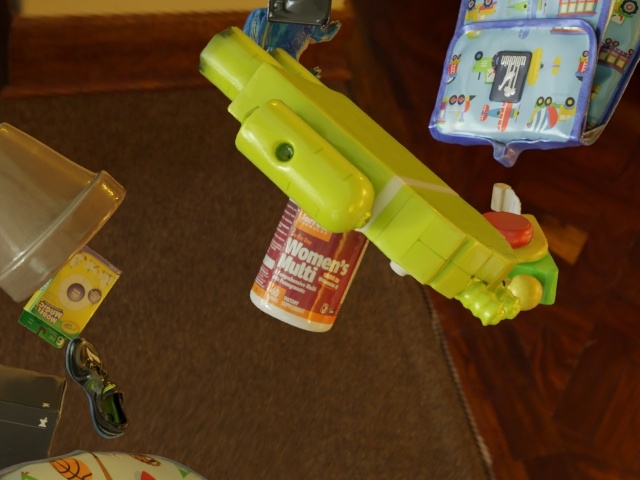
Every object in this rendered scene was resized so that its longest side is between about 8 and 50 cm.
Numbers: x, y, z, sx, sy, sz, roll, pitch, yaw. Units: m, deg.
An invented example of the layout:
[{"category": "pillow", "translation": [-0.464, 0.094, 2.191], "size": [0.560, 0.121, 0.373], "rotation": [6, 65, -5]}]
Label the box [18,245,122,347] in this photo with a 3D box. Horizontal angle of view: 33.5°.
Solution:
[{"category": "box", "translation": [-0.453, 0.099, 1.920], "size": [0.105, 0.043, 0.179], "rotation": [40, 76, -29]}]

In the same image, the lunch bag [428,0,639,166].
[{"category": "lunch bag", "translation": [0.263, -0.221, 1.275], "size": [0.138, 0.221, 0.293], "rotation": [32, 74, -43]}]

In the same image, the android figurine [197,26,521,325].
[{"category": "android figurine", "translation": [0.035, -0.042, 0.749], "size": [0.273, 0.056, 0.248], "rotation": [44, 13, 13]}]

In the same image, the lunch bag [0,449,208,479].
[{"category": "lunch bag", "translation": [-0.140, 0.278, 0.855], "size": [0.243, 0.303, 0.115], "rotation": [33, 98, 20]}]

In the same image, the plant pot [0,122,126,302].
[{"category": "plant pot", "translation": [-0.496, -0.065, 1.770], "size": [0.229, 0.263, 0.263], "rotation": [44, 52, -14]}]

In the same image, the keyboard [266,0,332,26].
[{"category": "keyboard", "translation": [-0.031, -0.348, 1.258], "size": [0.108, 0.180, 0.023], "rotation": [8, 11, 17]}]

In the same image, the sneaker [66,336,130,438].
[{"category": "sneaker", "translation": [-0.379, 0.251, 1.844], "size": [0.067, 0.078, 0.188], "rotation": [-23, 90, -47]}]

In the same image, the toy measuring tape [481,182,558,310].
[{"category": "toy measuring tape", "translation": [0.210, 0.000, 1.323], "size": [0.121, 0.121, 0.330], "rotation": [13, 23, -7]}]

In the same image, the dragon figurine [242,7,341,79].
[{"category": "dragon figurine", "translation": [-0.066, -0.289, 1.539], "size": [0.144, 0.085, 0.289], "rotation": [26, 87, -28]}]

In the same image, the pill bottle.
[{"category": "pill bottle", "translation": [0.000, 0.000, 1.412], "size": [0.121, 0.121, 0.221], "rotation": [23, 97, 0]}]

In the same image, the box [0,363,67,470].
[{"category": "box", "translation": [-0.621, 0.360, 1.744], "size": [0.343, 0.312, 0.179], "rotation": [15, 10, -13]}]
